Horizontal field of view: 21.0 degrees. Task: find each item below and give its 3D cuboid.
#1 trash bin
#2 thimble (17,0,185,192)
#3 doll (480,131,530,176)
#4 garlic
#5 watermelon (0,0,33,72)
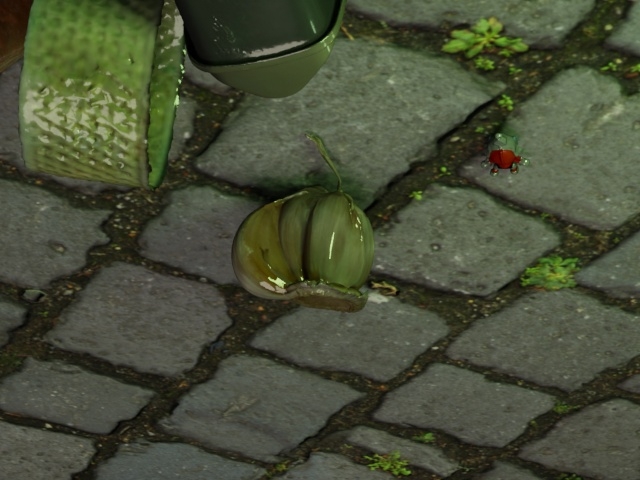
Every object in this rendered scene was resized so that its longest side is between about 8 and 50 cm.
[{"bbox_3d":[-0.079,-0.306,1.798,0.182,0.209,0.290,-9,141,14],"label":"trash bin"},{"bbox_3d":[-0.238,-0.195,1.941,0.150,0.270,0.271,8,148,1],"label":"thimble"},{"bbox_3d":[0.236,-0.115,2.219,0.057,0.039,0.114,25,162,19],"label":"doll"},{"bbox_3d":[0.000,0.000,2.287,0.207,0.207,0.256,8,135,-6],"label":"garlic"},{"bbox_3d":[-0.437,-0.275,1.913,0.293,0.283,0.250,-19,165,-10],"label":"watermelon"}]
